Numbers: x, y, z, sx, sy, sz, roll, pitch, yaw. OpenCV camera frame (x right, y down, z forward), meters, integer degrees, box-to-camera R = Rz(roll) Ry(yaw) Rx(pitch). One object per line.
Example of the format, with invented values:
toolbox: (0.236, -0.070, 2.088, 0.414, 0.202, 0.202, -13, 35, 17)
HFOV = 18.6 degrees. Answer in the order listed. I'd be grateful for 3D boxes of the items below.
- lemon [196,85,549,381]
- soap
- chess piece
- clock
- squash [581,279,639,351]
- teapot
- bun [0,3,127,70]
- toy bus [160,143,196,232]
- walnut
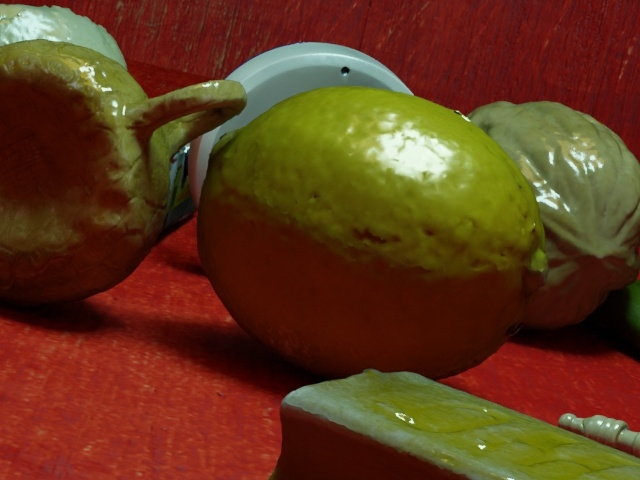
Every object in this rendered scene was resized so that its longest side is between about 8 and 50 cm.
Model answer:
lemon: (0.038, -0.002, 1.495, 0.236, 0.235, 0.263, 5, 6, -42)
soap: (0.122, 0.157, 1.080, 0.274, 0.089, 0.173, 20, 10, 31)
chess piece: (0.219, 0.147, 1.455, 0.092, 0.035, 0.035, 14, 8, 32)
clock: (-0.005, -0.066, 1.808, 0.230, 0.230, 0.083, 11, 9, -10)
squash: (0.316, 0.078, 1.909, 0.069, 0.069, 0.258, 9, 10, -26)
teapot: (-0.191, -0.056, 1.524, 0.311, 0.203, 0.167, -25, -8, 17)
bun: (-0.313, -0.130, 1.963, 0.259, 0.152, 0.259, -6, -18, -2)
toy bus: (-0.168, -0.067, 1.989, 0.092, 0.106, 0.268, 13, 7, 3)
walnut: (0.208, -0.024, 1.893, 0.225, 0.225, 0.261, 9, 12, -22)
